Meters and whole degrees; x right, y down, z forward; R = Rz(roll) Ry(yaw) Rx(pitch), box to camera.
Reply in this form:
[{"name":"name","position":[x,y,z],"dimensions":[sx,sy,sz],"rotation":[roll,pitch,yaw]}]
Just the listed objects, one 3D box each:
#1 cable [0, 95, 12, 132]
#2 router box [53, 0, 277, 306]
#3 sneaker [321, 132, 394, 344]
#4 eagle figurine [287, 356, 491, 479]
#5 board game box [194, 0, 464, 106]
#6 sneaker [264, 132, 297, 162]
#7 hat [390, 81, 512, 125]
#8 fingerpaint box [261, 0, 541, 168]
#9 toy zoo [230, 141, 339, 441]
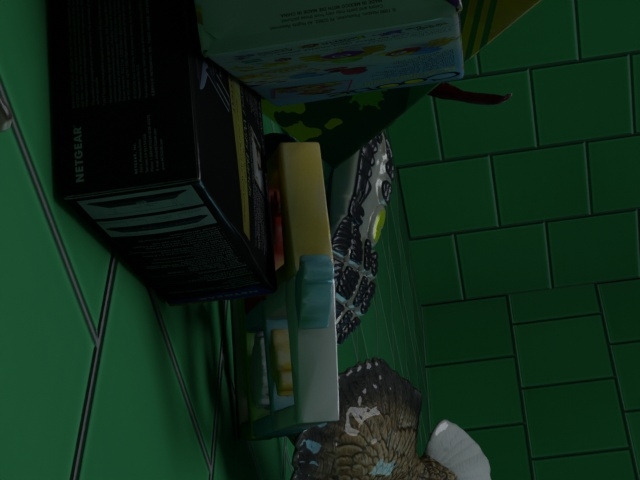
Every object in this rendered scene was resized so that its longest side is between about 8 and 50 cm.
[{"name":"cable","position":[-0.182,-0.141,0.453],"dimensions":[0.287,0.072,0.139],"rotation":[68,28,-15]},{"name":"router box","position":[-0.097,-0.136,0.921],"dimensions":[0.243,0.081,0.308],"rotation":[63,20,-71]},{"name":"sneaker","position":[0.000,0.000,1.501],"dimensions":[0.107,0.110,0.275],"rotation":[50,47,-46]},{"name":"eagle figurine","position":[0.053,0.235,1.243],"dimensions":[0.298,0.226,0.225],"rotation":[135,-22,-76]},{"name":"board game box","position":[0.011,-0.176,0.907],"dimensions":[0.275,0.144,0.142],"rotation":[7,74,-84]},{"name":"sneaker","position":[-0.032,0.003,1.377],"dimensions":[0.082,0.069,0.209],"rotation":[77,7,-64]},{"name":"hat","position":[0.085,-0.155,1.743],"dimensions":[0.173,0.184,0.208],"rotation":[-59,-170,4]},{"name":"fingerpaint box","position":[0.119,-0.337,1.292],"dimensions":[0.163,0.371,0.444],"rotation":[37,47,-16]},{"name":"toy zoo","position":[-0.029,0.044,1.060],"dimensions":[0.293,0.030,0.192],"rotation":[138,-51,-73]}]
